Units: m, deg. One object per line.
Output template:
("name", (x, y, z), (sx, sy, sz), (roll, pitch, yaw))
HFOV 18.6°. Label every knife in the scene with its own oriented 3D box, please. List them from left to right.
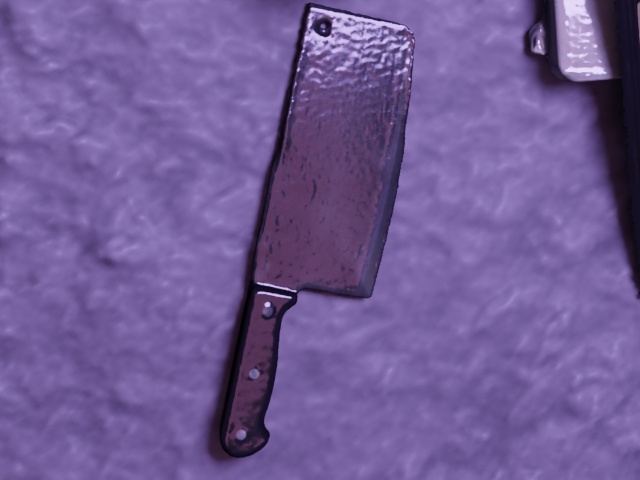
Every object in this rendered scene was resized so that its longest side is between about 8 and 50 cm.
("knife", (0.000, 0.000, 1.044), (0.072, 0.019, 0.245), (12, 93, -12))

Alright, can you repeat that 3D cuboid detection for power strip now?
("power strip", (0.207, -0.132, 1.053), (0.192, 0.035, 0.081), (-5, 98, -10))

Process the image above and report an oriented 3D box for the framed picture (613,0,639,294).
("framed picture", (0.258, -0.072, 1.054), (0.199, 0.010, 0.195), (-12, 118, -6))
